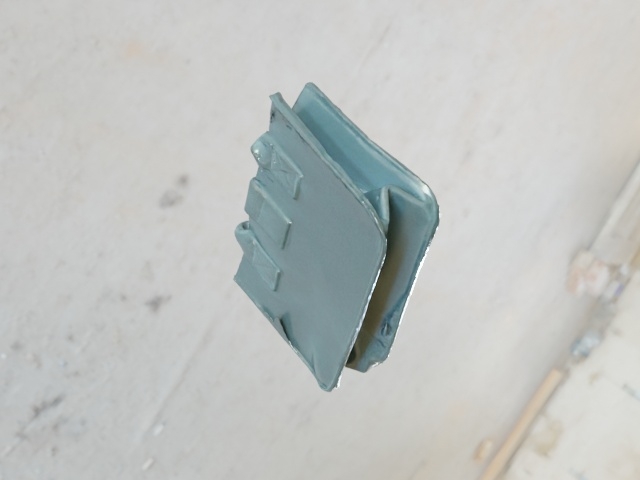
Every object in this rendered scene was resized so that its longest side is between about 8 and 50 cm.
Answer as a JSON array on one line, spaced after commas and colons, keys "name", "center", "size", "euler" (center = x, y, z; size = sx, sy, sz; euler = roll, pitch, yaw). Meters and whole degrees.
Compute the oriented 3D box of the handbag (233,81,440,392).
[{"name": "handbag", "center": [0.000, 0.000, 0.920], "size": [0.062, 0.179, 0.229], "euler": [-24, 147, -31]}]
